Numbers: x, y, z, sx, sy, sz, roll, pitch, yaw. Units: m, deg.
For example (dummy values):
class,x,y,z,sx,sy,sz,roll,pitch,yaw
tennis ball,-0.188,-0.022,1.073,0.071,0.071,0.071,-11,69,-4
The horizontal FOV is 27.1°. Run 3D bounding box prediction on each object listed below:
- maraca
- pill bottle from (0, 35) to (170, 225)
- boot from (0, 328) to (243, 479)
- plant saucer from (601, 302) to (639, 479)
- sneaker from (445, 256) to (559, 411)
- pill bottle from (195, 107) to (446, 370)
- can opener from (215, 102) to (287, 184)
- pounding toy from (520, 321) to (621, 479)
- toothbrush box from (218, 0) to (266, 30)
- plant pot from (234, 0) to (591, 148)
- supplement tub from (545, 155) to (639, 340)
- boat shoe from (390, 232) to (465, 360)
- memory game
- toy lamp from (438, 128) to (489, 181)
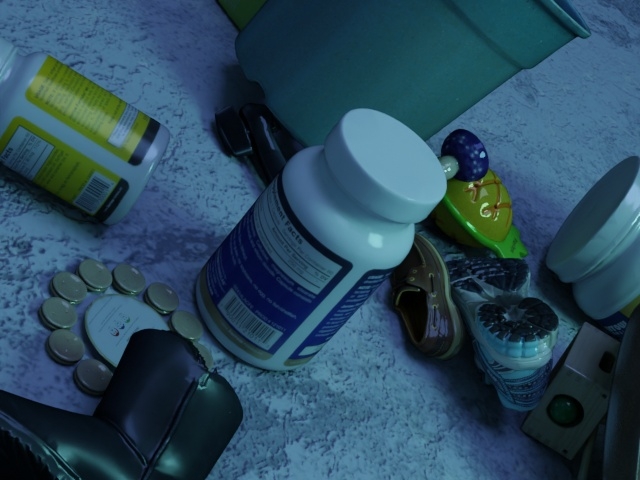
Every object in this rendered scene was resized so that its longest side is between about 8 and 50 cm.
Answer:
class,x,y,z,sx,sy,sz,roll,pitch,yaw
maraca,0.208,-0.036,1.742,0.186,0.099,0.127,46,32,-10
pill bottle,-0.268,-0.115,1.337,0.208,0.119,0.119,32,35,-15
boot,-0.190,0.148,1.124,0.246,0.094,0.207,39,40,-15
plant saucer,0.370,0.198,1.523,0.050,0.310,0.310,7,27,21
sneaker,0.207,0.107,1.590,0.110,0.122,0.283,-2,22,-2
pill bottle,0.000,0.000,1.340,0.153,0.265,0.153,27,36,-22
can opener,-0.058,-0.089,1.588,0.186,0.073,0.059,59,-1,20
pounding toy,0.307,0.198,1.561,0.100,0.130,0.141,32,33,8
toothbrush box,-0.072,-0.411,1.867,0.206,0.122,0.283,-13,61,-50
plant pot,0.096,-0.268,1.634,0.341,0.334,0.341,42,19,-18
supplement tub,0.486,0.056,1.795,0.316,0.228,0.228,37,34,-5
boat shoe,0.116,0.059,1.571,0.060,0.064,0.178,15,44,-37
memory game,-0.185,0.092,1.280,0.186,0.012,0.186,26,36,-21
toy lamp,0.088,-0.047,1.592,0.274,0.080,0.080,-29,72,-32
